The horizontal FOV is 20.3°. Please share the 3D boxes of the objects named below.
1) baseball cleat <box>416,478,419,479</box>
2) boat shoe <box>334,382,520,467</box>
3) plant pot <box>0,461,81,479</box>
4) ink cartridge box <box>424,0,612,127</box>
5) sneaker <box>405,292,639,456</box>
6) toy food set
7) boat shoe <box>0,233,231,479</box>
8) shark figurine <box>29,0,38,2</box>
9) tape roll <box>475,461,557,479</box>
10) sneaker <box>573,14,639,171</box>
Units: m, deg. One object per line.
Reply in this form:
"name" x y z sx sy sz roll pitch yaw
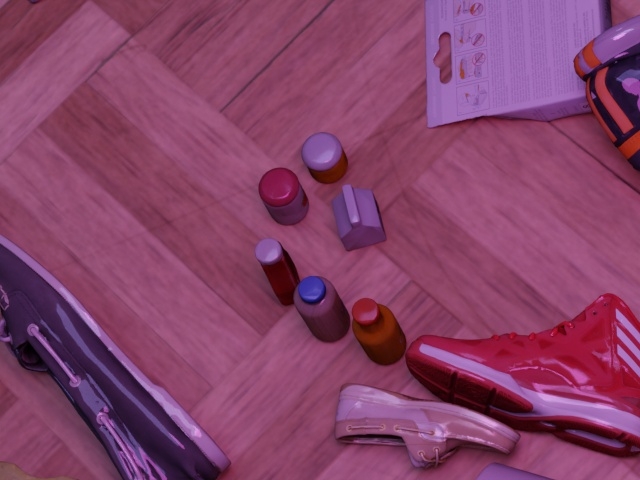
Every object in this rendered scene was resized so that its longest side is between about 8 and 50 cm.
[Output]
"baseball cleat" 0.016 0.288 1.541 0.206 0.072 0.109 -22 80 8
"boat shoe" 0.091 0.172 1.568 0.170 0.063 0.059 10 74 25
"plant pot" -0.265 0.334 1.489 0.276 0.276 0.253 6 58 14
"ink cartridge box" 0.190 -0.180 1.704 0.179 0.045 0.145 -11 66 27
"sneaker" 0.194 0.099 1.571 0.221 0.087 0.128 21 66 6
"toy food set" 0.000 0.000 1.627 0.111 0.104 0.232 -15 67 6
"boat shoe" -0.225 0.121 1.625 0.095 0.112 0.335 -44 70 -12
"shark figurine" -0.197 -0.370 1.823 0.278 0.116 0.166 -19 100 13
"tape roll" 0.182 0.312 1.391 0.169 0.246 0.246 14 73 16
"sneaker" 0.400 -0.148 1.606 0.321 0.124 0.180 -25 82 -6
